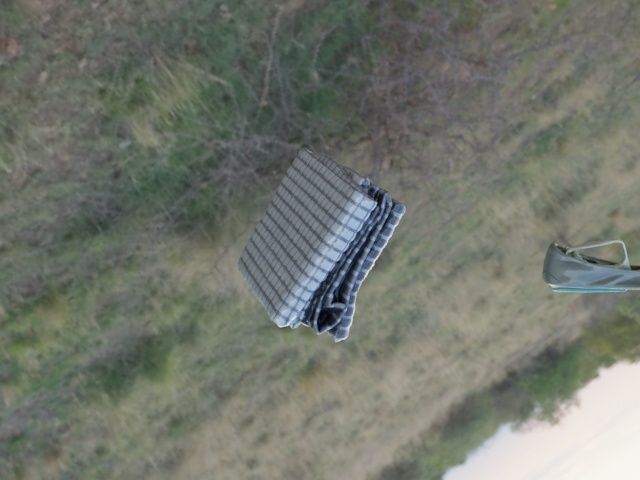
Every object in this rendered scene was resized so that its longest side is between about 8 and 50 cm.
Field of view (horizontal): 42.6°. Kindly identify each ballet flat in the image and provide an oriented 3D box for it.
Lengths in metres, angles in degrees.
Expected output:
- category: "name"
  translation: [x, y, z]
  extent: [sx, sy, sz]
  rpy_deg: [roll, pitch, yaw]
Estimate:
- category: "ballet flat"
  translation: [0.376, 0.034, 0.981]
  extent: [0.072, 0.213, 0.068]
  rpy_deg: [-27, 122, -77]

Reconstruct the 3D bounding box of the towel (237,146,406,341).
- category: "towel"
  translation: [0.000, 0.000, 1.240]
  extent: [0.121, 0.283, 0.235]
  rpy_deg: [29, 96, -26]
